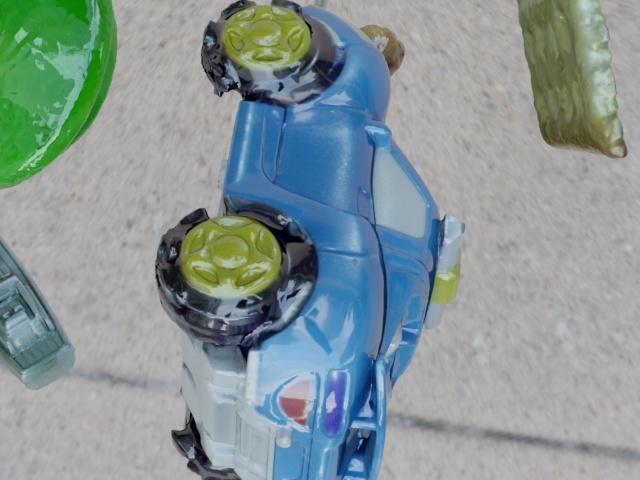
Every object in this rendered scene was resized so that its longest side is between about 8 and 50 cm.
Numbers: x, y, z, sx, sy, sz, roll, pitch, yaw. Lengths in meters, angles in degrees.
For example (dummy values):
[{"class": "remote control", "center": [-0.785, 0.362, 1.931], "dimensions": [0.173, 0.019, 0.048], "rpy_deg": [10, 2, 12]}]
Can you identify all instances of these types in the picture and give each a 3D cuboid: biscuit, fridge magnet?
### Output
[{"class": "biscuit", "center": [0.065, -0.142, 0.479], "dimensions": [0.016, 0.139, 0.231], "rpy_deg": [-11, 94, 2]}, {"class": "fridge magnet", "center": [-0.228, -0.138, 1.076], "dimensions": [0.208, 0.088, 0.208], "rpy_deg": [-8, 76, 35]}]

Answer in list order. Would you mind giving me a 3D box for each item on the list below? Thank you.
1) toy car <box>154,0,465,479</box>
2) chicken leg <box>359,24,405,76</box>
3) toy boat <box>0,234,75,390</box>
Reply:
[{"class": "toy car", "center": [0.000, 0.000, 0.863], "dimensions": [0.166, 0.314, 0.198], "rpy_deg": [7, 141, 0]}, {"class": "chicken leg", "center": [0.023, -0.099, 1.501], "dimensions": [0.087, 0.107, 0.251], "rpy_deg": [22, 101, 18]}, {"class": "toy boat", "center": [-0.323, 0.034, 1.406], "dimensions": [0.078, 0.260, 0.085], "rpy_deg": [-33, 146, -17]}]
